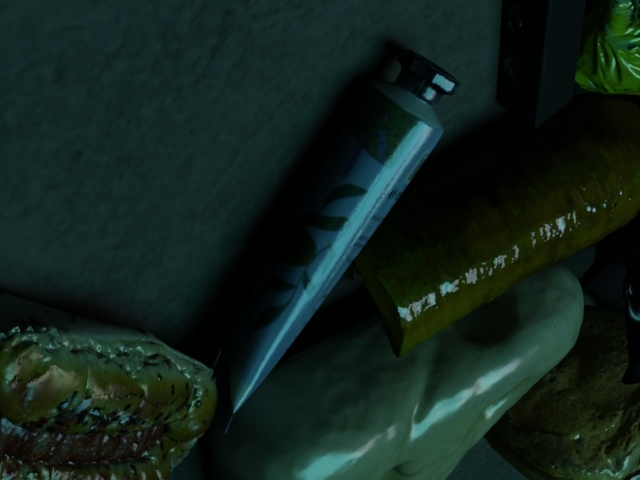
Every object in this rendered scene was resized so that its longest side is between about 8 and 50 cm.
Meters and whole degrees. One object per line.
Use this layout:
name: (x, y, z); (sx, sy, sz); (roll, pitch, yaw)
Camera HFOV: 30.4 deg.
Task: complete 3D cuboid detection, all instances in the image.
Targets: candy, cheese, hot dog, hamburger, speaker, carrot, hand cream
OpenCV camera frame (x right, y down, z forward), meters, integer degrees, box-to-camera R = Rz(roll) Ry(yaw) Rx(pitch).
candy: (0.211, -0.177, 0.821); (0.077, 0.073, 0.262); (-66, 162, -12)
cheese: (0.056, 0.172, 1.006); (0.351, 0.129, 0.328); (-28, 149, -31)
hot dog: (-0.152, 0.109, 0.695); (0.144, 0.075, 0.268); (-53, 154, 4)
hamburger: (0.270, 0.163, 1.213); (0.213, 0.214, 0.108); (-32, 147, -27)
speaker: (0.156, -0.160, 0.819); (0.046, 0.040, 0.191); (-38, 150, -19)
carrot: (0.140, -0.018, 0.900); (0.301, 0.114, 0.114); (-28, 146, -28)
hand cream: (0.000, 0.000, 0.775); (0.058, 0.091, 0.271); (28, 105, -21)

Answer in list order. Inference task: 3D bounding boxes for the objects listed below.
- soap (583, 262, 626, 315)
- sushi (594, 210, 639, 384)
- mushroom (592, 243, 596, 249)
soap: (0.420, 0.039, 1.324); (0.199, 0.138, 0.182); (-47, 150, 1)
sushi: (0.435, 0.035, 1.030); (0.299, 0.294, 0.281); (-14, 113, -44)
mushroom: (0.335, -0.042, 1.173); (0.223, 0.081, 0.092); (-20, 166, -36)
